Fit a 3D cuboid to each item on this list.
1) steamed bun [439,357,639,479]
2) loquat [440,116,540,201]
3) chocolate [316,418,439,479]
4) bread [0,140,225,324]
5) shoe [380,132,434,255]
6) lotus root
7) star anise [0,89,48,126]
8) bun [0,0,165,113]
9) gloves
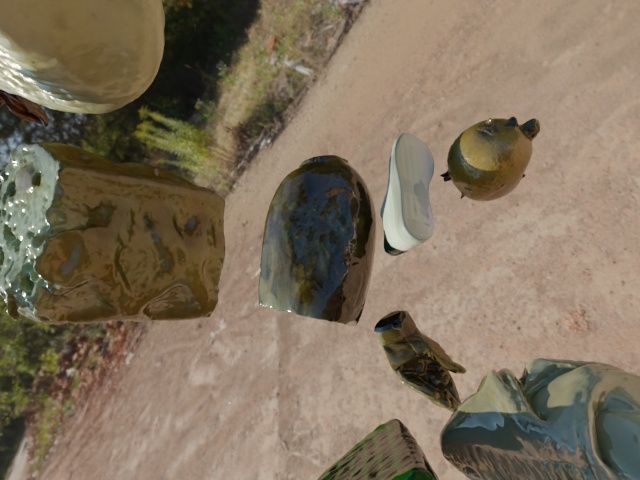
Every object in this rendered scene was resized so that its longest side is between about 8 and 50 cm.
[{"bbox_3d":[0.401,0.313,0.730,0.393,0.347,0.237,16,45,37],"label":"steamed bun"},{"bbox_3d":[0.339,-0.165,0.962,0.204,0.172,0.150,-45,70,30],"label":"loquat"},{"bbox_3d":[0.030,0.419,0.648,0.341,0.161,0.360,-39,-12,-4],"label":"chocolate"},{"bbox_3d":[-0.251,-0.002,0.611,0.238,0.252,0.196,28,99,46],"label":"bread"},{"bbox_3d":[0.160,-0.091,0.971,0.110,0.095,0.265,127,155,-51],"label":"shoe"},{"bbox_3d":[0.000,0.000,1.034,0.250,0.250,0.347,-8,75,61],"label":"lotus root"},{"bbox_3d":[-0.519,-0.271,0.801,0.144,0.140,0.158,-112,13,-50],"label":"star anise"},{"bbox_3d":[-0.222,-0.207,0.352,0.259,0.259,0.160,0,60,62],"label":"bun"},{"bbox_3d":[0.292,0.354,1.419,0.154,0.331,0.141,-38,2,-30],"label":"gloves"}]
